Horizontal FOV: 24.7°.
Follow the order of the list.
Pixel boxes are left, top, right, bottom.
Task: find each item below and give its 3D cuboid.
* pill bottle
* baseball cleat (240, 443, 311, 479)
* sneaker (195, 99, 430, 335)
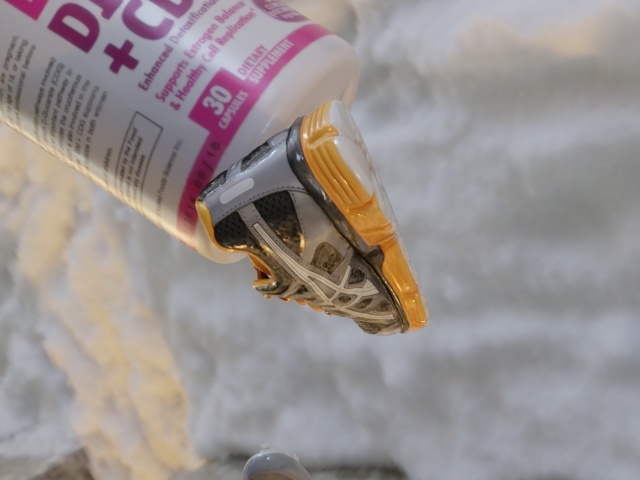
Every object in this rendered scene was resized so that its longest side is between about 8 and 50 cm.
[{"bbox_3d":[-0.131,-0.123,0.928,0.283,0.160,0.160,32,141,12],"label":"pill bottle"},{"bbox_3d":[-0.037,0.297,1.455,0.206,0.072,0.109,81,-177,-47],"label":"baseball cleat"},{"bbox_3d":[0.000,0.000,0.745,0.215,0.083,0.084,58,-171,-63],"label":"sneaker"}]
